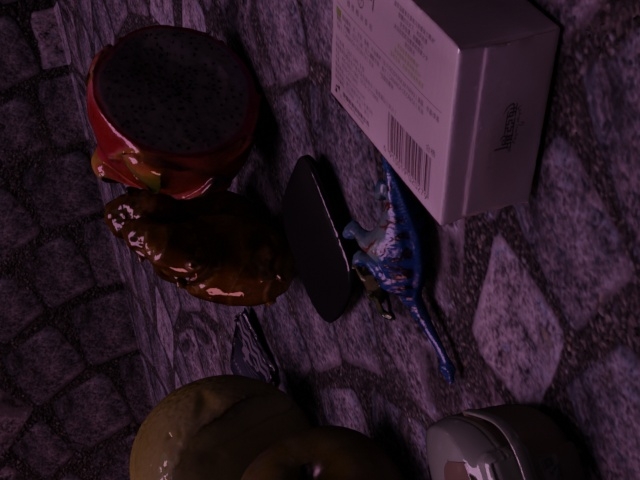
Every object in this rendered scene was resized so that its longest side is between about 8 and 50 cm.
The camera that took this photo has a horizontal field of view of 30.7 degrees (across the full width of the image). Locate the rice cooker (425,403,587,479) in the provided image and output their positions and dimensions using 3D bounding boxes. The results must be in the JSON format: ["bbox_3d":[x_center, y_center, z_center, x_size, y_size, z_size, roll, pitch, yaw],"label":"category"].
[{"bbox_3d":[0.183,0.240,1.202,0.206,0.127,0.145,-20,86,68],"label":"rice cooker"}]

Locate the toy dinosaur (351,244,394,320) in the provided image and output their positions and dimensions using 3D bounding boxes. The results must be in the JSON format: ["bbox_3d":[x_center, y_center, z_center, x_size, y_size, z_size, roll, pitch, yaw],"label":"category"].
[{"bbox_3d":[0.065,0.055,1.557,0.060,0.029,0.119,70,173,-48],"label":"toy dinosaur"}]

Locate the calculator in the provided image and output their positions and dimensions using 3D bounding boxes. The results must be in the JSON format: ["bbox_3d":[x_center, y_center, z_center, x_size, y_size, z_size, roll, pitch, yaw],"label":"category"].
[{"bbox_3d":[-0.133,0.255,2.278,0.165,0.028,0.274,63,160,23],"label":"calculator"}]

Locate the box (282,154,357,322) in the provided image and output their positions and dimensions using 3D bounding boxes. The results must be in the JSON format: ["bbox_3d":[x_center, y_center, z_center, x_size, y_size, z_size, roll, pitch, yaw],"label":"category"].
[{"bbox_3d":[0.000,0.000,1.670,0.201,0.042,0.212,121,130,-65],"label":"box"}]

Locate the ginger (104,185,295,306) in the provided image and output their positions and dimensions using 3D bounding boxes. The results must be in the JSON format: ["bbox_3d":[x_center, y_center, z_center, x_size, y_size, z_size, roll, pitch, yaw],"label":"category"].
[{"bbox_3d":[-0.209,0.001,1.913,0.357,0.274,0.152,-140,56,-61],"label":"ginger"}]

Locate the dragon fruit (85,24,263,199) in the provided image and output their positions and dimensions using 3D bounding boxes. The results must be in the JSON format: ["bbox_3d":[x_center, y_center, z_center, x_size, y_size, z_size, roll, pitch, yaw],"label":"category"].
[{"bbox_3d":[-0.231,-0.189,1.842,0.189,0.291,0.290,118,134,-59],"label":"dragon fruit"}]

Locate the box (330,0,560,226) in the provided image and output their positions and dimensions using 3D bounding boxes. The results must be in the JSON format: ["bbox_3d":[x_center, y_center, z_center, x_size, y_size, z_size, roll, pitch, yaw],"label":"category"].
[{"bbox_3d":[0.107,-0.170,1.123,0.260,0.111,0.194,-121,25,-45],"label":"box"}]

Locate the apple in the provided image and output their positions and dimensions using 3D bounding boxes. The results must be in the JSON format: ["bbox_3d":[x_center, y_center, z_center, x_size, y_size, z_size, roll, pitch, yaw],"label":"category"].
[{"bbox_3d":[0.006,0.397,1.638,0.257,0.257,0.233,51,161,50],"label":"apple"}]

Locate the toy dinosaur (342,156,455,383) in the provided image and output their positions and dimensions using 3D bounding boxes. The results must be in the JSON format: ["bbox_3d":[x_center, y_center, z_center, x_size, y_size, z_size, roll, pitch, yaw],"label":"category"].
[{"bbox_3d":[0.086,0.008,1.382,0.144,0.076,0.329,18,123,60],"label":"toy dinosaur"}]

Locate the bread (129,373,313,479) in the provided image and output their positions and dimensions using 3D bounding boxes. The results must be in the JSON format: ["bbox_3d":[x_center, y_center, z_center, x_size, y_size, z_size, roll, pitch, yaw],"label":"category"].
[{"bbox_3d":[-0.164,0.381,1.999,0.237,0.321,0.320,180,75,-69],"label":"bread"}]
